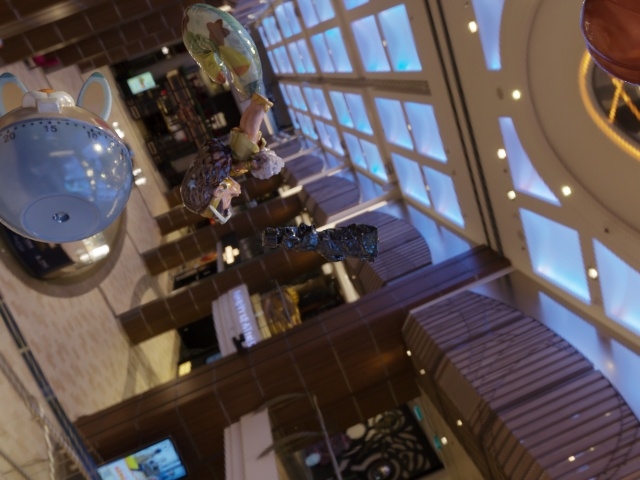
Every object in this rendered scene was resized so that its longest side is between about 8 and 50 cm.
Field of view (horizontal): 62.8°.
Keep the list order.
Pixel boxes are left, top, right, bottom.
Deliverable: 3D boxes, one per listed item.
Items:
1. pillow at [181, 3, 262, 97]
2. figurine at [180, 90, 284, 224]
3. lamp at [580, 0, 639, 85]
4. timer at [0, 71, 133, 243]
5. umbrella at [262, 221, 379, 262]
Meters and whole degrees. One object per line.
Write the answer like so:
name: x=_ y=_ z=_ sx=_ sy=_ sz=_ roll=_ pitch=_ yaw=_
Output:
pillow: x=-0.215 y=-0.416 z=1.158 sx=0.233 sy=0.086 sz=0.214 roll=31 pitch=-22 yaw=31
figurine: x=-0.155 y=-0.144 z=0.934 sx=0.116 sy=0.240 sz=0.175 roll=38 pitch=8 yaw=-27
lamp: x=0.411 y=-0.287 z=0.634 sx=0.164 sy=0.188 sz=0.187 roll=57 pitch=-10 yaw=38
timer: x=-0.304 y=-0.123 z=0.603 sx=0.175 sy=0.175 sz=0.255 roll=86 pitch=-7 yaw=-77
umbrella: x=-0.001 y=0.002 z=1.006 sx=0.071 sy=0.224 sz=0.080 roll=-134 pitch=-132 yaw=-74
